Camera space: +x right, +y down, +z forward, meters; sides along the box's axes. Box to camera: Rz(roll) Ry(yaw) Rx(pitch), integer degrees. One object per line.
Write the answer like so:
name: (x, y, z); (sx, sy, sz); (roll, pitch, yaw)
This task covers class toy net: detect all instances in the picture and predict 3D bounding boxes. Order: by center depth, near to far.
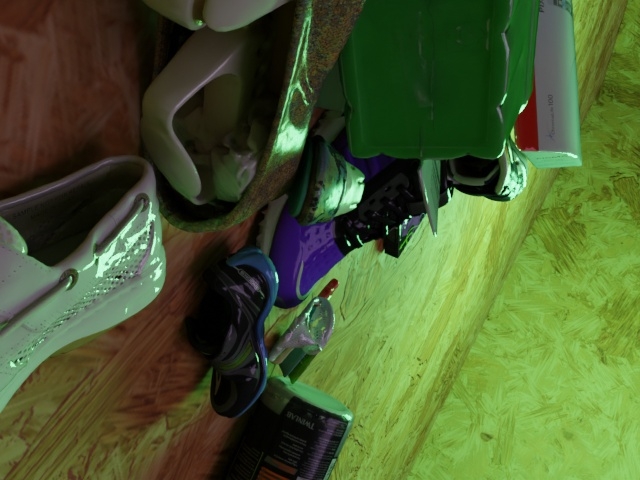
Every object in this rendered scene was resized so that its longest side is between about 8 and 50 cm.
toy net: (-0.005, 0.094, 0.715); (0.122, 0.045, 0.232); (-49, 176, -11)

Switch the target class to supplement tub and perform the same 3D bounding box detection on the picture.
supplement tub: (-0.047, 0.269, 0.795); (0.191, 0.117, 0.117); (-65, 158, -2)

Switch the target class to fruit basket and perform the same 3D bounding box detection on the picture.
fruit basket: (0.077, -0.235, 0.526); (0.353, 0.165, 0.327); (-85, 169, -46)

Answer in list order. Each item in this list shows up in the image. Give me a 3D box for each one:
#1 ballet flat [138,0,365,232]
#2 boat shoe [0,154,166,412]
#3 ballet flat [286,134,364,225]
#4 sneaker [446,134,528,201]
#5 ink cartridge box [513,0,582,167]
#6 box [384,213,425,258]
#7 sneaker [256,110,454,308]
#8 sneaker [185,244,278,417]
ballet flat: (-0.048, -0.117, 0.353); (0.123, 0.123, 0.349); (-52, 170, -33)
boat shoe: (-0.169, 0.022, 0.304); (0.277, 0.098, 0.096); (-48, 152, -59)
ballet flat: (0.003, -0.051, 0.540); (0.188, 0.070, 0.070); (-115, -139, -70)
sneaker: (0.271, -0.124, 1.127); (0.321, 0.126, 0.128); (49, 55, -56)
ink cartridge box: (0.369, -0.291, 1.090); (0.385, 0.091, 0.308); (2, 86, -68)
box: (0.146, -0.067, 1.026); (0.162, 0.029, 0.116); (-56, 156, -29)
sneaker: (0.053, -0.052, 0.666); (0.293, 0.146, 0.102); (-61, 158, -15)
sneaker: (-0.088, 0.089, 0.613); (0.078, 0.067, 0.188); (-18, 133, -35)
